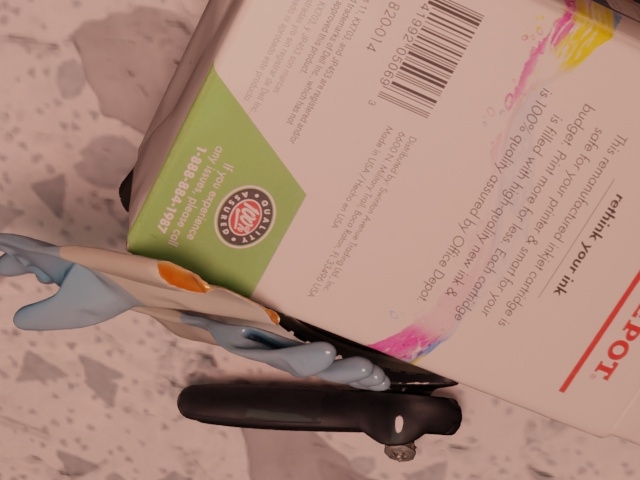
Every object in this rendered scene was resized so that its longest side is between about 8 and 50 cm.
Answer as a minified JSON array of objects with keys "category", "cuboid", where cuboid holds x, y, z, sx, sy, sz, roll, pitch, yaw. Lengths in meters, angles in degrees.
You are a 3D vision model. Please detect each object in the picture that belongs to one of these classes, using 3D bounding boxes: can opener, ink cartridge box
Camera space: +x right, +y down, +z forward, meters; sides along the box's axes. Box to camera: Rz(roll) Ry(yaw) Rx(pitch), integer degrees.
[{"category":"can opener","cuboid":[0.000,0.106,0.996,0.186,0.073,0.059,-5,158,18]},{"category":"ink cartridge box","cuboid":[0.102,-0.037,0.808,0.354,0.119,0.207,23,114,-15]}]

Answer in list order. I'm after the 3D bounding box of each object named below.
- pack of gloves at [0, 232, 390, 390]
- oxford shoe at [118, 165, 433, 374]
[{"category":"pack of gloves","cuboid":[-0.088,0.053,0.859,0.195,0.046,0.232,29,167,-38]},{"category":"oxford shoe","cuboid":[0.000,0.000,0.910,0.227,0.083,0.096,33,115,-11]}]
